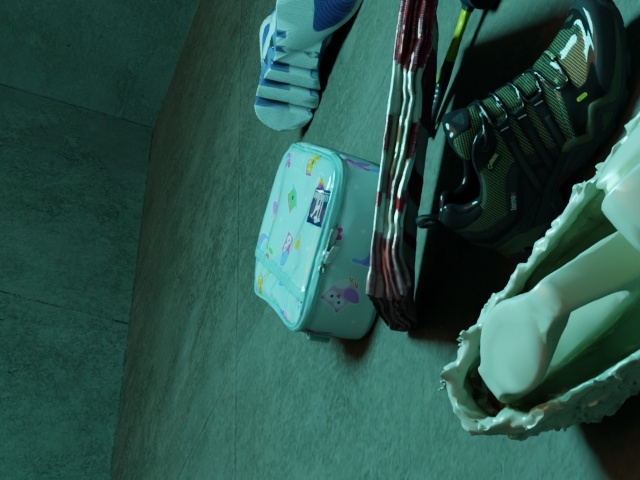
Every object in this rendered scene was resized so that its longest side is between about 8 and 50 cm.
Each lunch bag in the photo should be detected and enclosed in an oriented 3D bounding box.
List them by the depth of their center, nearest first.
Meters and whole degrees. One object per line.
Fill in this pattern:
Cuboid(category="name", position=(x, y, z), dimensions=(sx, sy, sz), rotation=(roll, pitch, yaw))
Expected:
Cuboid(category="lunch bag", position=(0.000, 0.000, 1.260), dimensions=(0.279, 0.108, 0.224), rotation=(-143, 69, -72))

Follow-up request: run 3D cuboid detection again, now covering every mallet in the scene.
Cuboid(category="mallet", position=(0.142, -0.207, 1.121), dimensions=(0.062, 0.039, 0.189), rotation=(-104, 30, -57))

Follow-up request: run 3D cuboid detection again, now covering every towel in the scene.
Cuboid(category="towel", position=(0.089, -0.086, 0.985), dimensions=(0.237, 0.037, 0.328), rotation=(55, -139, -77))

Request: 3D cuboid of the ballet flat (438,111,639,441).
Cuboid(category="ballet flat", position=(0.191, 0.008, 0.580), dimensions=(0.409, 0.147, 0.147), rotation=(119, 159, -47))

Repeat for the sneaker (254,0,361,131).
Cuboid(category="sneaker", position=(-0.036, -0.354, 1.656), dimensions=(0.182, 0.128, 0.315), rotation=(-103, 31, -54))

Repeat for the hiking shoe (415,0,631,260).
Cuboid(category="hiking shoe", position=(0.160, -0.092, 0.815), dimensions=(0.086, 0.114, 0.226), rotation=(-117, 44, -63))
